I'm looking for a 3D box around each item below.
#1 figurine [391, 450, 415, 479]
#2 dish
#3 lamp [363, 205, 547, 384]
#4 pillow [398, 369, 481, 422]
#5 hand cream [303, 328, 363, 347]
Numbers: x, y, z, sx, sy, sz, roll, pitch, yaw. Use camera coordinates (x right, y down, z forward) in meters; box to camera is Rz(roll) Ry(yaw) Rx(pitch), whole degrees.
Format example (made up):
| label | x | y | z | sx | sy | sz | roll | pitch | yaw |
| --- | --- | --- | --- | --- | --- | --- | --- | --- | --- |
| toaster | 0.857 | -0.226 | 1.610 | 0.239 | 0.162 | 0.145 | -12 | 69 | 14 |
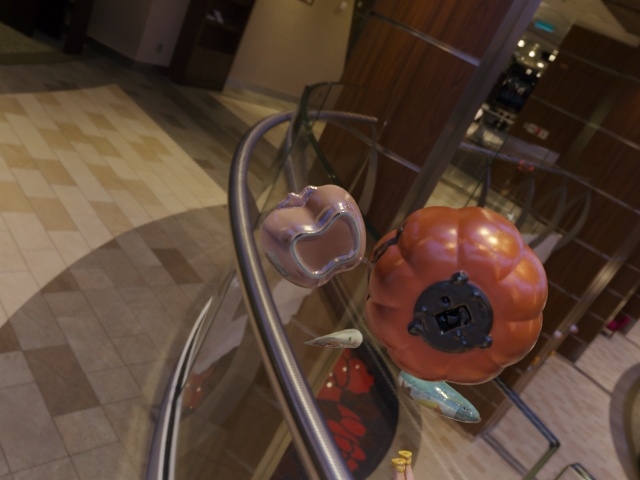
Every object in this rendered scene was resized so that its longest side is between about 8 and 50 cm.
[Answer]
| label | x | y | z | sx | sy | sz | roll | pitch | yaw |
| --- | --- | --- | --- | --- | --- | --- | --- | --- | --- |
| figurine | 0.171 | 0.534 | 1.001 | 0.116 | 0.240 | 0.175 | 7 | 6 | 36 |
| dish | 0.000 | 0.000 | 0.983 | 0.213 | 0.213 | 0.090 | 17 | 7 | -23 |
| lamp | 0.139 | 0.053 | 0.557 | 0.188 | 0.187 | 0.164 | 29 | 16 | 6 |
| pillow | 0.292 | 0.380 | 1.300 | 0.214 | 0.086 | 0.233 | 26 | -6 | 5 |
| hand cream | 0.046 | 0.247 | 1.312 | 0.234 | 0.080 | 0.050 | 17 | 58 | -61 |
